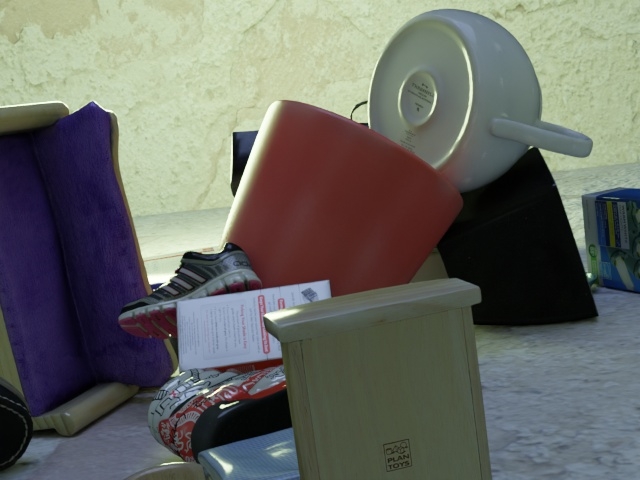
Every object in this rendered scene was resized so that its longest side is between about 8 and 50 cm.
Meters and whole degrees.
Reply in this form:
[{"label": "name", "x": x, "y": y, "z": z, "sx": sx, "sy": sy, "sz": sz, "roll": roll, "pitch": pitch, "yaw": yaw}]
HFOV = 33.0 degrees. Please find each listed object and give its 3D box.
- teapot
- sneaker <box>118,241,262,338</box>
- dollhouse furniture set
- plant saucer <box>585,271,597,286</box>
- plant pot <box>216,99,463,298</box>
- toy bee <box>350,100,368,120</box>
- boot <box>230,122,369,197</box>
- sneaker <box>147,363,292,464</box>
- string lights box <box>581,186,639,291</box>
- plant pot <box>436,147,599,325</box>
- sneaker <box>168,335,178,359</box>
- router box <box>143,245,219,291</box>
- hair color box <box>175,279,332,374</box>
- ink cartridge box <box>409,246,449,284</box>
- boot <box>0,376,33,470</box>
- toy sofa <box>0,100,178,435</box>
[{"label": "teapot", "x": 0.199, "y": -0.173, "z": 1.397, "sx": 0.187, "sy": 0.256, "sz": 0.252, "roll": 3, "pitch": -26, "yaw": -35}, {"label": "sneaker", "x": -0.147, "y": 0.053, "z": 1.203, "sx": 0.170, "sy": 0.075, "sz": 0.063, "roll": -23, "pitch": -38, "yaw": 13}, {"label": "dollhouse furniture set", "x": -0.034, "y": 0.131, "z": 0.820, "sx": 0.286, "sy": 0.198, "sz": 0.303, "roll": -10, "pitch": 8, "yaw": -15}, {"label": "plant saucer", "x": 0.331, "y": 0.066, "z": 1.528, "sx": 0.119, "sy": 0.021, "sz": 0.119, "roll": -8, "pitch": 7, "yaw": 1}, {"label": "plant pot", "x": 0.000, "y": 0.000, "z": 1.304, "sx": 0.275, "sy": 0.243, "sz": 0.275, "roll": 28, "pitch": -8, "yaw": 4}, {"label": "toy bee", "x": 0.166, "y": -0.063, "z": 1.544, "sx": 0.298, "sy": 0.195, "sz": 0.162, "roll": 12, "pitch": 34, "yaw": 6}, {"label": "boot", "x": 0.092, "y": -0.070, "z": 1.774, "sx": 0.445, "sy": 0.367, "sz": 0.146, "roll": -11, "pitch": 52, "yaw": 0}, {"label": "sneaker", "x": -0.038, "y": 0.149, "z": 1.070, "sx": 0.270, "sy": 0.090, "sz": 0.145, "roll": -17, "pitch": 15, "yaw": -36}, {"label": "string lights box", "x": 0.465, "y": 0.002, "z": 1.445, "sx": 0.076, "sy": 0.133, "sz": 0.259, "roll": -11, "pitch": 8, "yaw": -23}, {"label": "plant pot", "x": 0.245, "y": 0.010, "z": 1.420, "sx": 0.167, "sy": 0.188, "sz": 0.187, "roll": -20, "pitch": 18, "yaw": 10}, {"label": "sneaker", "x": -0.298, "y": 0.120, "z": 1.386, "sx": 0.286, "sy": 0.130, "sz": 0.109, "roll": -2, "pitch": 8, "yaw": 29}, {"label": "router box", "x": -0.308, "y": 0.092, "z": 1.751, "sx": 0.335, "sy": 0.082, "sz": 0.301, "roll": -9, "pitch": 8, "yaw": -8}, {"label": "hair color box", "x": -0.065, "y": 0.103, "z": 1.144, "sx": 0.167, "sy": 0.053, "sz": 0.093, "roll": -8, "pitch": 52, "yaw": 0}, {"label": "ink cartridge box", "x": 0.151, "y": 0.046, "z": 1.657, "sx": 0.127, "sy": 0.072, "sz": 0.175, "roll": -10, "pitch": 8, "yaw": -14}, {"label": "boot", "x": -0.368, "y": 0.189, "z": 0.905, "sx": 0.377, "sy": 0.138, "sz": 0.284, "roll": 24, "pitch": 1, "yaw": -45}, {"label": "toy sofa", "x": -0.305, "y": 0.027, "z": 1.222, "sx": 0.177, "sy": 0.363, "sz": 0.150, "roll": -10, "pitch": 6, "yaw": 22}]
